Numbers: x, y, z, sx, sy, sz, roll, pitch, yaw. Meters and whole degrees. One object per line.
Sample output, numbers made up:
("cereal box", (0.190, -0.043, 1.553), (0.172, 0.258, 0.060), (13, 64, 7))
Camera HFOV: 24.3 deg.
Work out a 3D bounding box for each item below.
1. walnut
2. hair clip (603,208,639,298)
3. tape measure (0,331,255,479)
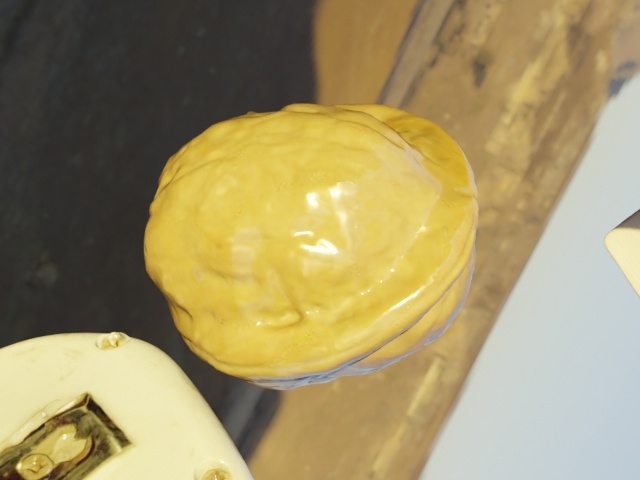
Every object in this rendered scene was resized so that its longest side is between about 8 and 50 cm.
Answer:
("walnut", (-0.008, 0.006, 1.717), (0.384, 0.383, 0.383), (-61, 175, -10))
("hair clip", (0.356, 0.113, 1.214), (0.085, 0.331, 0.101), (-39, 159, 29))
("tape measure", (-0.184, 0.178, 0.968), (0.265, 0.258, 0.130), (-40, 136, -20))
